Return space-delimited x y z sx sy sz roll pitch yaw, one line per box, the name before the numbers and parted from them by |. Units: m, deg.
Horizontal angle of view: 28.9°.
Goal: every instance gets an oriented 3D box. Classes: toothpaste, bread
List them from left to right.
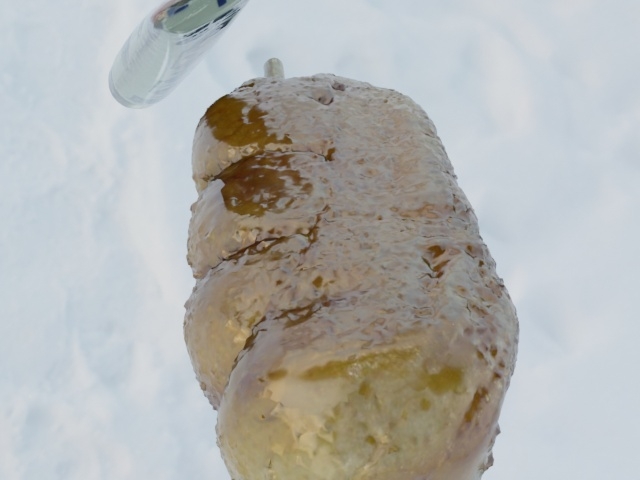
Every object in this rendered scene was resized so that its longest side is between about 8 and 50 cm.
toothpaste | -0.079 -0.103 0.653 0.062 0.239 0.039 -31 97 -16
bread | 0.000 -0.002 0.547 0.124 0.084 0.344 -4 31 -6
